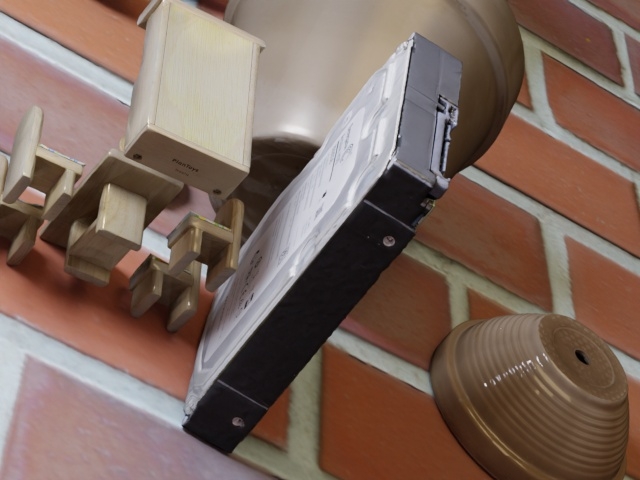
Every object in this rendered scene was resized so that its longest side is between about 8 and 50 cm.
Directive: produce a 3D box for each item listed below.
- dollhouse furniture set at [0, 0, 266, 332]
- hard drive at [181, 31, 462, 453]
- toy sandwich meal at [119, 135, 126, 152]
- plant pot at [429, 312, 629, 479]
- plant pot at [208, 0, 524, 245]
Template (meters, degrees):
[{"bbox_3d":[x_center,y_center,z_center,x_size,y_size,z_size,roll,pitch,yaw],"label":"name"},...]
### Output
[{"bbox_3d":[-0.159,-0.072,1.662,0.212,0.242,0.161,24,46,-23],"label":"dollhouse furniture set"},{"bbox_3d":[0.000,0.000,1.651,0.064,0.339,0.237,32,32,-13],"label":"hard drive"},{"bbox_3d":[-0.169,-0.072,1.873,0.085,0.029,0.086,27,28,-16],"label":"toy sandwich meal"},{"bbox_3d":[0.238,0.154,1.932,0.237,0.110,0.237,28,33,-20],"label":"plant pot"},{"bbox_3d":[0.020,-0.123,1.918,0.323,0.323,0.280,33,48,-10],"label":"plant pot"}]
